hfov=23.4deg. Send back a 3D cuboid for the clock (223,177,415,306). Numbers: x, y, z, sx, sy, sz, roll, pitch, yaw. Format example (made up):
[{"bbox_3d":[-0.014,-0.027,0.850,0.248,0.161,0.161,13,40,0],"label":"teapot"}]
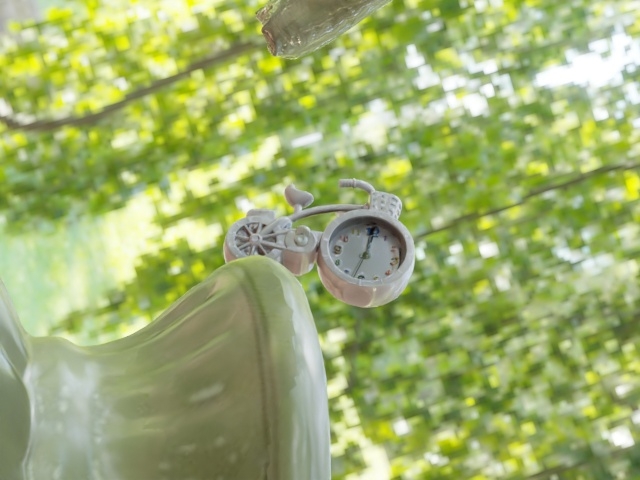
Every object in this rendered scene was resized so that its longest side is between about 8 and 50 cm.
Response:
[{"bbox_3d":[0.000,0.000,1.050,0.041,0.129,0.087,96,-1,-56],"label":"clock"}]

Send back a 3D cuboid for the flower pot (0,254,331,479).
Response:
[{"bbox_3d":[-0.139,0.106,0.527,0.307,0.244,0.307,-174,-90,-77],"label":"flower pot"}]

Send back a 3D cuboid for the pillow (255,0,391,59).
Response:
[{"bbox_3d":[0.013,-0.244,1.521,0.078,0.181,0.134,55,8,-15],"label":"pillow"}]
